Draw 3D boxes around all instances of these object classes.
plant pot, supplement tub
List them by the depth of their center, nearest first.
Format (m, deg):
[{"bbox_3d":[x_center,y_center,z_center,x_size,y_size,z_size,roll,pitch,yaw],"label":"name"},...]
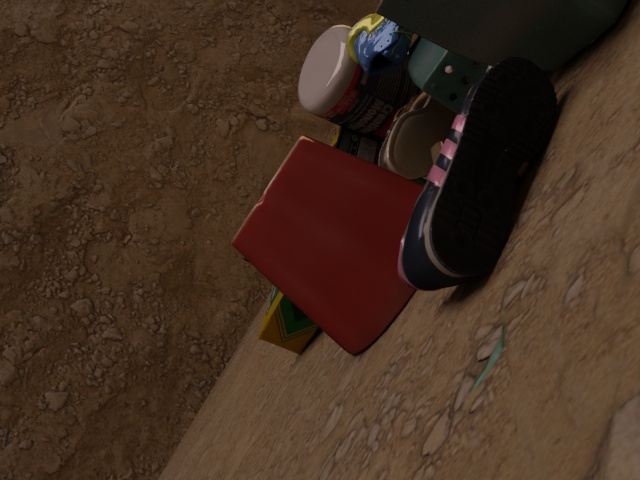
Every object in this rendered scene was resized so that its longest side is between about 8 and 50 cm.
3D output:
[{"bbox_3d":[0.263,-0.362,0.982,0.247,0.252,0.248,-59,6,-18],"label":"plant pot"},{"bbox_3d":[0.021,-0.010,1.150,0.275,0.243,0.275,-56,6,8],"label":"plant pot"},{"bbox_3d":[0.251,-0.306,1.319,0.165,0.166,0.234,-54,9,32],"label":"plant pot"},{"bbox_3d":[0.108,-0.315,1.631,0.191,0.272,0.191,-36,45,46],"label":"supplement tub"}]

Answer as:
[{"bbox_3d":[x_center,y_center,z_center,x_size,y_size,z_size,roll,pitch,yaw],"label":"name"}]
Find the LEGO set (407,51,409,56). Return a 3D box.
[{"bbox_3d":[0.336,-0.534,1.932,0.244,0.060,0.182,-23,-2,44],"label":"LEGO set"}]

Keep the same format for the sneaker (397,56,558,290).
[{"bbox_3d":[0.170,-0.079,0.897,0.319,0.112,0.131,-58,8,-29],"label":"sneaker"}]

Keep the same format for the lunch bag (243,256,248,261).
[{"bbox_3d":[-0.081,-0.024,1.507,0.151,0.096,0.129,-60,4,-17],"label":"lunch bag"}]

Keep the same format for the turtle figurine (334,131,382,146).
[{"bbox_3d":[0.132,-0.259,1.870,0.234,0.118,0.175,31,-99,-56],"label":"turtle figurine"}]

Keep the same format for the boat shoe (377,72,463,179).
[{"bbox_3d":[0.182,-0.200,1.454,0.097,0.116,0.324,-30,18,45],"label":"boat shoe"}]

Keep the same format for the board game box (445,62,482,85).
[{"bbox_3d":[0.266,-0.349,1.711,0.243,0.042,0.165,-54,32,27],"label":"board game box"}]

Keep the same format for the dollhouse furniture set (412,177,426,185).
[{"bbox_3d":[0.188,-0.157,1.525,0.076,0.058,0.151,-51,7,45],"label":"dollhouse furniture set"}]

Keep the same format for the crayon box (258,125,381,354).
[{"bbox_3d":[0.000,0.000,1.598,0.313,0.106,0.363,120,168,-48],"label":"crayon box"}]

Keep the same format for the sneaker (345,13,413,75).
[{"bbox_3d":[0.154,-0.388,1.410,0.240,0.091,0.126,-40,51,31],"label":"sneaker"}]

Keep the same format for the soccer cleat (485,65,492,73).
[{"bbox_3d":[0.285,-0.276,1.121,0.076,0.068,0.196,18,57,44],"label":"soccer cleat"}]

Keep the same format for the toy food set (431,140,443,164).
[{"bbox_3d":[0.253,-0.172,1.184,0.192,0.038,0.132,-43,15,23],"label":"toy food set"}]
